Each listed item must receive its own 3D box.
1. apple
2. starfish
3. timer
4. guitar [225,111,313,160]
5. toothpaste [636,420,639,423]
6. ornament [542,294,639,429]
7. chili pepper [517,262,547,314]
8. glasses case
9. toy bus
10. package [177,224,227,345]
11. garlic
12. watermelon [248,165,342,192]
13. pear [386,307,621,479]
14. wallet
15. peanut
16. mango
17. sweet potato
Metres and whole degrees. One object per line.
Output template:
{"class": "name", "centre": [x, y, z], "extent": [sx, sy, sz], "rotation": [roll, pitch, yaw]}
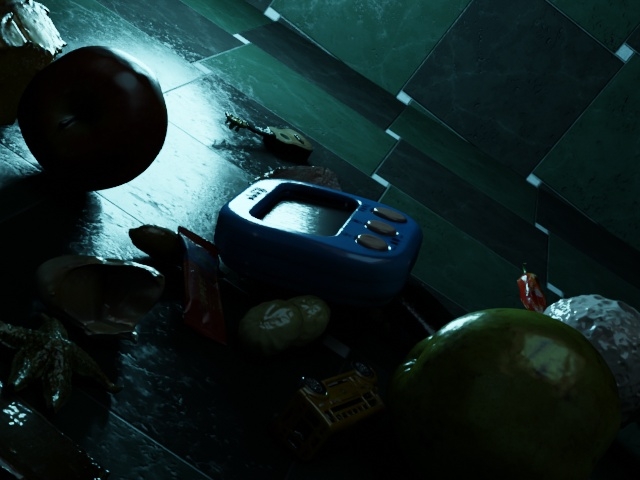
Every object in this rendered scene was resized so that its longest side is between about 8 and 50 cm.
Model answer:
{"class": "apple", "centre": [-0.334, -0.181, 1.725], "extent": [0.230, 0.230, 0.230], "rotation": [29, 19, -11]}
{"class": "starfish", "centre": [-0.312, 0.122, 1.262], "extent": [0.217, 0.050, 0.223], "rotation": [25, 10, -18]}
{"class": "timer", "centre": [0.000, 0.000, 1.835], "extent": [0.309, 0.115, 0.340], "rotation": [17, 18, 8]}
{"class": "guitar", "centre": [-0.117, -0.225, 2.438], "extent": [0.271, 0.038, 0.084], "rotation": [12, 27, -52]}
{"class": "toothpaste", "centre": [0.683, 0.374, 2.271], "extent": [0.170, 0.028, 0.045], "rotation": [27, 27, -12]}
{"class": "ornament", "centre": [0.498, 0.217, 2.057], "extent": [0.259, 0.225, 0.259], "rotation": [28, 20, -11]}
{"class": "chili pepper", "centre": [0.469, 0.121, 2.517], "extent": [0.059, 0.050, 0.191], "rotation": [28, 31, -22]}
{"class": "glasses case", "centre": [0.134, 0.108, 1.960], "extent": [0.321, 0.082, 0.122], "rotation": [43, 22, 30]}
{"class": "toy bus", "centre": [0.020, 0.225, 1.495], "extent": [0.088, 0.083, 0.194], "rotation": [44, 24, 20]}
{"class": "package", "centre": [-0.170, 0.061, 1.622], "extent": [0.083, 0.022, 0.200], "rotation": [36, 28, -33]}
{"class": "garlic", "centre": [-0.274, 0.060, 1.420], "extent": [0.174, 0.099, 0.124], "rotation": [14, 12, -42]}
{"class": "watermelon", "centre": [-0.029, -0.041, 2.068], "extent": [0.231, 0.128, 0.146], "rotation": [-3, 64, -32]}
{"class": "pear", "centre": [0.235, 0.235, 1.518], "extent": [0.304, 0.304, 0.304], "rotation": [29, 19, -11]}
{"class": "wallet", "centre": [-0.324, 0.184, 1.128], "extent": [0.232, 0.031, 0.122], "rotation": [39, 15, 10]}
{"class": "peanut", "centre": [-0.049, 0.120, 1.639], "extent": [0.082, 0.082, 0.187], "rotation": [41, 21, 23]}
{"class": "mango", "centre": [-0.520, -0.267, 1.718], "extent": [0.199, 0.201, 0.350], "rotation": [-5, 18, 21]}
{"class": "sweet potato", "centre": [-0.206, 0.017, 1.696], "extent": [0.195, 0.056, 0.056], "rotation": [27, 19, -36]}
